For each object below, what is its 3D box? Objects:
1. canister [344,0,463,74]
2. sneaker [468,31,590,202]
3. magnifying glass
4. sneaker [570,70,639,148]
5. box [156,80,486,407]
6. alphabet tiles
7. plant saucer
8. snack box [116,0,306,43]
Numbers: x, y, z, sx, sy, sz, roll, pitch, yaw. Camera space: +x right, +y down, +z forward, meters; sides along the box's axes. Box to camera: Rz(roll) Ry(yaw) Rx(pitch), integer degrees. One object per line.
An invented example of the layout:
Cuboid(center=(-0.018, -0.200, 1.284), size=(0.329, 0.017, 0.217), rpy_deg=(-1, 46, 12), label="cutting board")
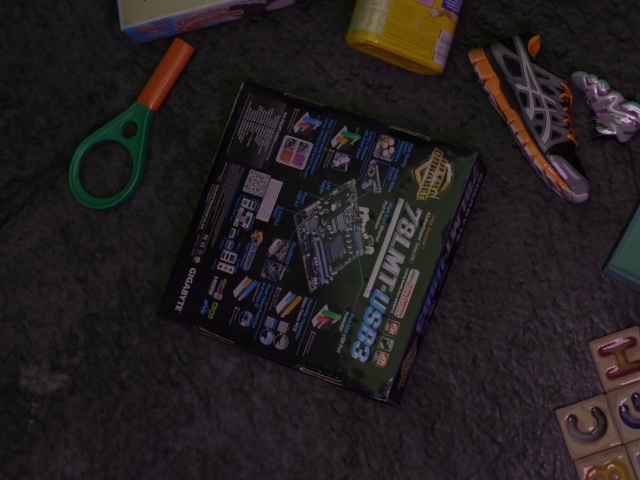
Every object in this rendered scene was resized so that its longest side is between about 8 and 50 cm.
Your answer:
Cuboid(center=(0.105, -0.284, 1.618), size=(0.126, 0.073, 0.170), rpy_deg=(19, 85, -26), label="canister")
Cuboid(center=(0.242, -0.138, 1.569), size=(0.083, 0.084, 0.215), rpy_deg=(-29, 72, 4), label="sneaker")
Cuboid(center=(-0.223, -0.140, 1.735), size=(0.092, 0.026, 0.231), rpy_deg=(32, 91, 20), label="magnifying glass")
Cuboid(center=(0.301, -0.137, 1.572), size=(0.098, 0.038, 0.069), rpy_deg=(36, 90, 20), label="sneaker")
Cuboid(center=(0.000, 0.000, 1.616), size=(0.293, 0.073, 0.296), rpy_deg=(18, 85, 18), label="box")
Cuboid(center=(0.431, 0.202, 1.484), size=(0.342, 0.011, 0.285), rpy_deg=(-20, 75, 12), label="alphabet tiles")
Cuboid(center=(0.374, -0.036, 1.543), size=(0.067, 0.018, 0.192), rpy_deg=(28, 89, 19), label="plant saucer")
Cuboid(center=(-0.094, -0.364, 1.720), size=(0.321, 0.060, 0.187), rpy_deg=(-12, 76, 14), label="snack box")
